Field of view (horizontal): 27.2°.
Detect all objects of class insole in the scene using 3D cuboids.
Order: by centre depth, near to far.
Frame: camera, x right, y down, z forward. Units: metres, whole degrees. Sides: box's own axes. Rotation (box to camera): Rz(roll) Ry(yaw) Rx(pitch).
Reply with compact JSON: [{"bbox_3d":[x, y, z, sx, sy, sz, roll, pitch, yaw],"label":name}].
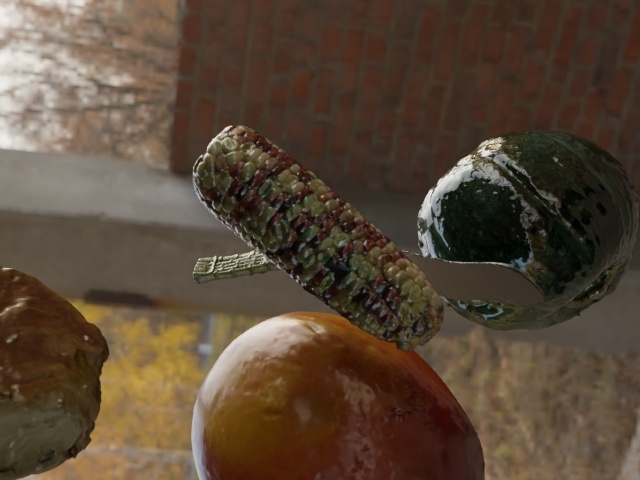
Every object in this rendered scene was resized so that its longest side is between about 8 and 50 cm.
[{"bbox_3d":[0.168,0.045,1.642,0.007,0.109,0.322,-57,23,-15],"label":"insole"}]

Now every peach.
[{"bbox_3d":[0.019,0.192,1.238,0.238,0.281,0.281,-33,-32,-38],"label":"peach"}]

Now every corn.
[{"bbox_3d":[0.000,0.000,1.129,0.086,0.253,0.086,-51,-5,-7],"label":"corn"}]

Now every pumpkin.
[{"bbox_3d":[0.287,-0.036,1.769,0.263,0.293,0.197,55,161,20],"label":"pumpkin"}]

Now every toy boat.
[{"bbox_3d":[-0.100,0.029,1.651,0.063,0.115,0.016,-82,-19,-71],"label":"toy boat"}]

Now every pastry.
[{"bbox_3d":[-0.280,0.106,1.037,0.229,0.218,0.100,-45,-22,-59],"label":"pastry"}]
